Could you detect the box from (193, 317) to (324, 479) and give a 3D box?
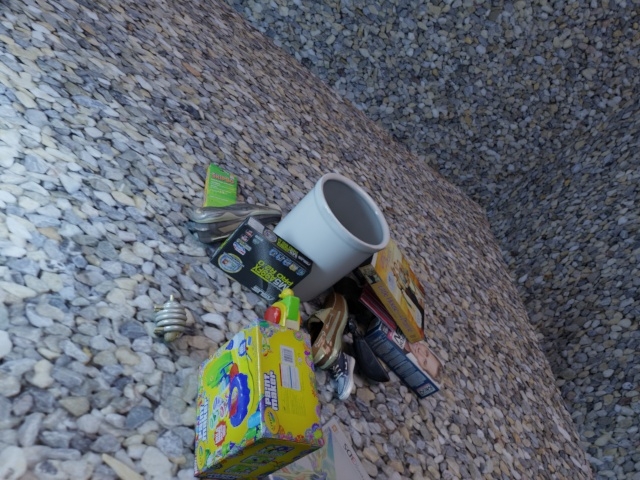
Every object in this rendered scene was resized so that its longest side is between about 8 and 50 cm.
[{"bbox_3d":[-0.161,0.400,1.147,0.177,0.279,0.289,25,37,-33],"label":"box"}]

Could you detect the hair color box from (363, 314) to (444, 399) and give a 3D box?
[{"bbox_3d":[0.341,0.451,1.875,0.347,0.105,0.174,46,32,-5],"label":"hair color box"}]

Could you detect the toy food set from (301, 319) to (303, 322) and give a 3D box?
[{"bbox_3d":[-0.089,0.259,1.602,0.083,0.020,0.082,50,-9,16],"label":"toy food set"}]

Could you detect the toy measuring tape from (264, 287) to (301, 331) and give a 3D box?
[{"bbox_3d":[-0.129,0.315,1.486,0.122,0.121,0.329,21,63,-37],"label":"toy measuring tape"}]

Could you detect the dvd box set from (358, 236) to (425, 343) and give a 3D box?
[{"bbox_3d":[0.300,0.161,1.864,0.420,0.062,0.307,55,29,-23],"label":"dvd box set"}]

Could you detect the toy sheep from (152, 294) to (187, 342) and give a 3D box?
[{"bbox_3d":[-0.404,0.209,1.247,0.091,0.091,0.131,14,64,-43],"label":"toy sheep"}]

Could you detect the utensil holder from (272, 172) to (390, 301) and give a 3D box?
[{"bbox_3d":[0.000,0.000,1.684,0.328,0.385,0.327,32,35,-26],"label":"utensil holder"}]

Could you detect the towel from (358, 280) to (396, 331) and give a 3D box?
[{"bbox_3d":[0.253,0.221,1.890,0.199,0.031,0.274,44,34,-10],"label":"towel"}]

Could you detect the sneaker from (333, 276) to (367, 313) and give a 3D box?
[{"bbox_3d":[0.161,0.250,1.899,0.287,0.109,0.130,21,51,-30],"label":"sneaker"}]

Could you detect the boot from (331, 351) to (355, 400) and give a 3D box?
[{"bbox_3d":[0.063,0.454,1.580,0.086,0.069,0.190,34,25,-10],"label":"boot"}]

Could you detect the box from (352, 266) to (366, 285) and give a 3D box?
[{"bbox_3d":[0.249,0.141,2.100,0.207,0.108,0.153,50,31,4],"label":"box"}]

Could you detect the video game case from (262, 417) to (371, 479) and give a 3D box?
[{"bbox_3d":[0.023,0.697,1.279,0.329,0.036,0.299,-12,65,-55],"label":"video game case"}]

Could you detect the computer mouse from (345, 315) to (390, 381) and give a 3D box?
[{"bbox_3d":[0.155,0.412,1.701,0.272,0.072,0.188,57,-2,7],"label":"computer mouse"}]

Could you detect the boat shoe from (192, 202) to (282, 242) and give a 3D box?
[{"bbox_3d":[-0.293,-0.058,1.642,0.356,0.130,0.132,-7,19,-42],"label":"boat shoe"}]

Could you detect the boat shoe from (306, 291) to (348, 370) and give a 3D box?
[{"bbox_3d":[0.016,0.298,1.633,0.120,0.122,0.323,33,34,-16],"label":"boat shoe"}]

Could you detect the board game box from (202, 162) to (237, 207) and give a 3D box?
[{"bbox_3d":[-0.378,-0.181,1.754,0.124,0.039,0.259,28,40,-32],"label":"board game box"}]

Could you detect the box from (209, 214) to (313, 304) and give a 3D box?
[{"bbox_3d":[-0.194,0.071,1.530,0.270,0.216,0.060,38,31,-17],"label":"box"}]
